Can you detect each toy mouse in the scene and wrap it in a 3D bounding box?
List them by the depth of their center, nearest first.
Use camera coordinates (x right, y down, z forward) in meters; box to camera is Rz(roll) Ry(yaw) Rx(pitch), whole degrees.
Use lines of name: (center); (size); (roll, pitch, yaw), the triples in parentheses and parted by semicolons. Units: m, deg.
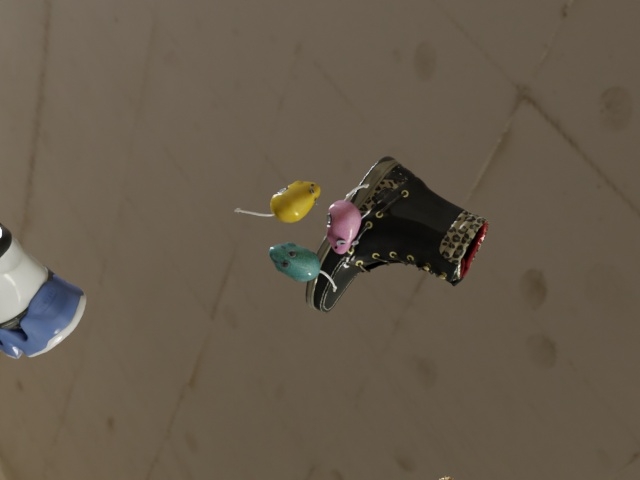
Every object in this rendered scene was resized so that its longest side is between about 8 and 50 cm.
toy mouse: (0.000, 0.000, 1.142); (0.031, 0.161, 0.143); (23, -45, 60)

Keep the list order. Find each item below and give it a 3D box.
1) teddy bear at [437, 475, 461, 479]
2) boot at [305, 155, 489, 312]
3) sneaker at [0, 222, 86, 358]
teddy bear: (0.081, 0.340, 1.061); (0.113, 0.245, 0.338); (54, -3, 10)
boot: (0.100, 0.024, 1.371); (0.178, 0.085, 0.236); (31, -87, 21)
sneaker: (-0.417, 0.023, 1.099); (0.315, 0.127, 0.182); (-2, -48, 31)
